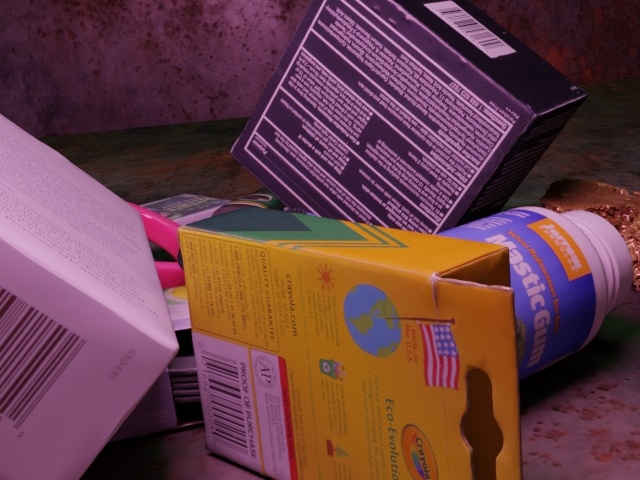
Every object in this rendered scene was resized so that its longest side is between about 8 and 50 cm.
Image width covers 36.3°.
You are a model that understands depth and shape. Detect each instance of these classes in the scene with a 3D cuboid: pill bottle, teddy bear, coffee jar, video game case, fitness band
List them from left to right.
[{"bbox_3d":[-0.255,0.001,1.305,0.209,0.054,0.291,18,11,-14],"label":"fitness band"},{"bbox_3d":[-0.264,-0.048,1.719,0.190,0.022,0.173,-18,19,-40],"label":"video game case"},{"bbox_3d":[-0.088,-0.031,1.471,0.096,0.079,0.184,4,16,25],"label":"coffee jar"},{"bbox_3d":[0.166,0.053,0.899,0.272,0.152,0.152,-18,19,-37],"label":"pill bottle"},{"bbox_3d":[0.413,0.014,1.098,0.338,0.113,0.245,4,23,6],"label":"teddy bear"}]

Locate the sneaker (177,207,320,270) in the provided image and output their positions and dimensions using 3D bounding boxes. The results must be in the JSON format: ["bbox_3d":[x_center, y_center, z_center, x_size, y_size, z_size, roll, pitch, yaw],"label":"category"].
[{"bbox_3d":[-0.068,0.016,1.088,0.209,0.069,0.082,-9,-27,36],"label":"sneaker"}]

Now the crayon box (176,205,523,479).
[{"bbox_3d":[0.032,0.094,0.704,0.081,0.202,0.318,-18,20,-40],"label":"crayon box"}]

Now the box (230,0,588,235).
[{"bbox_3d":[0.096,-0.139,1.168,0.296,0.294,0.183,43,33,16],"label":"box"}]

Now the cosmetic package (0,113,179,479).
[{"bbox_3d":[-0.279,0.020,0.851,0.230,0.161,0.453,37,3,-19],"label":"cosmetic package"}]

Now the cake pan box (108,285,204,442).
[{"bbox_3d":[-0.111,0.106,0.979,0.246,0.070,0.267,-11,15,-11],"label":"cake pan box"}]
